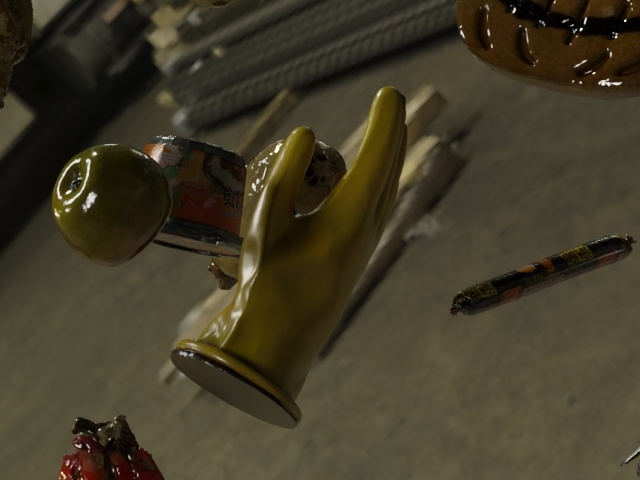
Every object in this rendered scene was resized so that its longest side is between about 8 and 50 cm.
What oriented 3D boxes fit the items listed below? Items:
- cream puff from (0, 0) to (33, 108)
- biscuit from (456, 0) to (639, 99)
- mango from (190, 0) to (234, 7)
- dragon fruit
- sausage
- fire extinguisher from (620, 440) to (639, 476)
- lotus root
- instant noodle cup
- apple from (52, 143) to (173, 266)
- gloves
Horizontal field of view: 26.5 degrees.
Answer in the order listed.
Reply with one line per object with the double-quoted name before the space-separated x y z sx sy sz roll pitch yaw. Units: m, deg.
"cream puff" -0.504 -0.267 1.842 0.244 0.196 0.244 -13 -3 -1
"biscuit" 0.352 -0.330 1.741 0.367 0.063 0.314 19 76 37
"mango" -0.165 -0.344 1.635 0.195 0.130 0.091 32 91 30
"dragon fruit" -0.321 0.349 1.966 0.134 0.211 0.262 -21 27 -38
"sausage" 0.184 0.027 1.114 0.198 0.025 0.028 -19 -9 -27
"fire extinguisher" 0.326 0.193 1.129 0.035 0.173 0.049 -48 24 41
"lotus root" -0.083 -0.035 2.073 0.343 0.151 0.169 -44 1 45
"instant noodle cup" -0.163 -0.056 1.678 0.208 0.178 0.125 9 82 29
"apple" -0.151 -0.025 0.985 0.090 0.074 0.089 -27 48 34
"gloves" 0.000 0.000 1.129 0.294 0.116 0.133 -60 -8 -17
